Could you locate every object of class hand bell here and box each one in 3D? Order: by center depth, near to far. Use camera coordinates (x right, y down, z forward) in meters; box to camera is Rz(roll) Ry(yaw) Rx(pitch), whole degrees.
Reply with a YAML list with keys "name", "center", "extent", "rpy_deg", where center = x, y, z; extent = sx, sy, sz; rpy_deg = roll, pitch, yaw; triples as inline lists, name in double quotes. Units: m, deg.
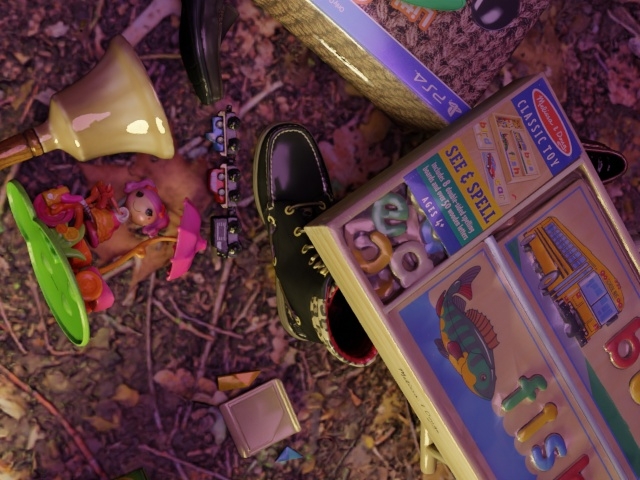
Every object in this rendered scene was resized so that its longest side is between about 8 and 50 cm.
- name: "hand bell"
  center: [-0.268, -0.084, 0.890]
  extent: [0.242, 0.126, 0.126]
  rpy_deg: [-27, 104, -16]

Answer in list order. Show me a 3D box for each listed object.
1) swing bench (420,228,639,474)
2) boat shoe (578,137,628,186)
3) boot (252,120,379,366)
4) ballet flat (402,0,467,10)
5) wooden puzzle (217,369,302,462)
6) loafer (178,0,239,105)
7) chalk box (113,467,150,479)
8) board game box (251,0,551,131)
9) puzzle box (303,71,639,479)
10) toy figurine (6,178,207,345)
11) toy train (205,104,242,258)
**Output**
- name: "swing bench"
  center: [0.238, 0.126, 1.070]
  extent: [0.253, 0.165, 0.254]
  rpy_deg: [-8, 94, -16]
- name: "boat shoe"
  center: [0.238, -0.081, 1.087]
  extent: [0.207, 0.073, 0.073]
  rpy_deg: [-9, 101, -15]
- name: "boot"
  center: [0.002, 0.001, 0.965]
  extent: [0.085, 0.178, 0.236]
  rpy_deg: [-10, 101, -16]
- name: "ballet flat"
  center: [0.035, -0.263, 0.855]
  extent: [0.222, 0.077, 0.079]
  rpy_deg: [9, 74, -18]
- name: "wooden puzzle"
  center: [-0.065, 0.189, 1.056]
  extent: [0.079, 0.014, 0.116]
  rpy_deg: [-17, 102, -11]
- name: "loafer"
  center: [-0.108, -0.220, 0.966]
  extent: [0.061, 0.062, 0.170]
  rpy_deg: [-10, 101, -21]
- name: "chalk box"
  center: [-0.198, 0.323, 0.968]
  extent: [0.213, 0.132, 0.132]
  rpy_deg: [-23, 103, -15]
- name: "board game box"
  center: [0.109, -0.293, 0.982]
  extent: [0.232, 0.141, 0.291]
  rpy_deg: [38, 85, -18]
- name: "puzzle box"
  center: [0.199, 0.083, 0.927]
  extent: [0.272, 0.052, 0.408]
  rpy_deg: [-36, 102, -20]
- name: "toy figurine"
  center: [-0.196, -0.007, 0.956]
  extent: [0.159, 0.130, 0.173]
  rpy_deg: [-24, 79, -27]
- name: "toy train"
  center: [-0.099, -0.060, 1.007]
  extent: [0.036, 0.027, 0.158]
  rpy_deg: [-1, 98, -7]
